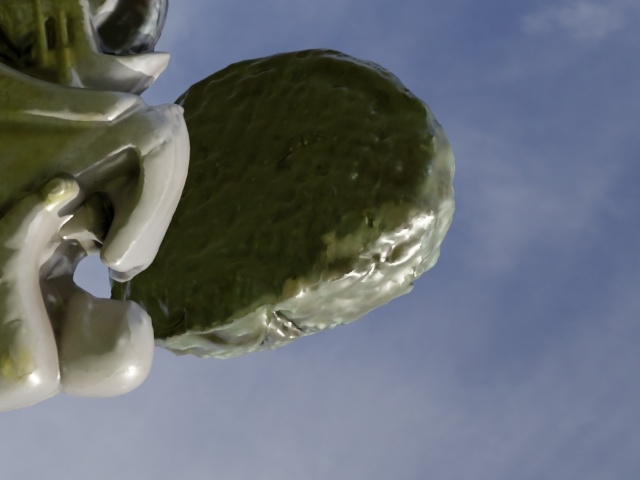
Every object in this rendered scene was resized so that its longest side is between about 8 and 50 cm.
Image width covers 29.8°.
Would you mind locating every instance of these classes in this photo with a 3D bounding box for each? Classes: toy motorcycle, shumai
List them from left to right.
[{"bbox_3d":[-0.183,0.002,0.565,0.341,0.108,0.223,-36,-93,-9],"label":"toy motorcycle"},{"bbox_3d":[0.000,0.000,1.115,0.330,0.288,0.292,-14,-126,23],"label":"shumai"}]
